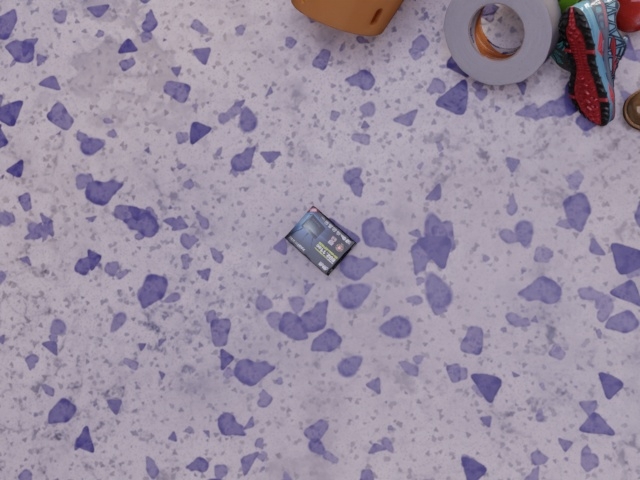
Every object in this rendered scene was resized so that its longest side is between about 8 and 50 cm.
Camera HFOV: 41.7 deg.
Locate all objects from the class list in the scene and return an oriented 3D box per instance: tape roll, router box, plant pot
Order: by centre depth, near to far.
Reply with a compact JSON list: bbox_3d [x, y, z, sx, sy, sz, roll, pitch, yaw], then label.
[{"bbox_3d":[0.357,-0.420,1.653,0.219,0.072,0.219,17,126,24],"label":"tape roll"},{"bbox_3d":[0.063,-0.541,1.671,0.291,0.291,0.203,26,119,10],"label":"plant pot"},{"bbox_3d":[0.000,0.000,1.752,0.122,0.038,0.092,41,93,9],"label":"router box"}]

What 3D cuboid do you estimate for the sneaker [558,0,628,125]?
[{"bbox_3d":[0.552,-0.346,1.625,0.125,0.104,0.261,-30,124,-15],"label":"sneaker"}]

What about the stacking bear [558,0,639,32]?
[{"bbox_3d":[0.534,-0.513,1.661,0.289,0.175,0.164,28,100,2],"label":"stacking bear"}]

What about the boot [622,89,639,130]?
[{"bbox_3d":[0.748,-0.277,1.627,0.305,0.115,0.112,-6,86,9],"label":"boot"}]

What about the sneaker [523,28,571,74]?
[{"bbox_3d":[0.481,-0.396,1.694,0.166,0.076,0.065,39,92,9],"label":"sneaker"}]
